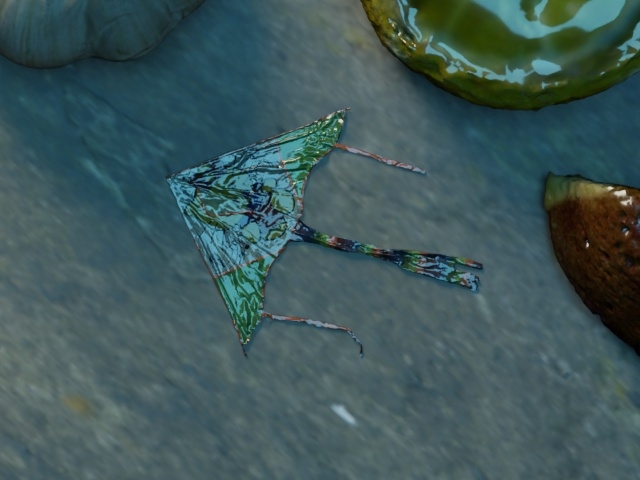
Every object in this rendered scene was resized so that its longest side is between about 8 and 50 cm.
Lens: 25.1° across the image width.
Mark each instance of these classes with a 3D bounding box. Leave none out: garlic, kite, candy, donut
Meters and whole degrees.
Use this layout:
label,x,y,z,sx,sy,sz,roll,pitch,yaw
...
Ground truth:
label,x,y,z,sx,sy,sz,roll,pitch,yaw
garlic,-0.166,-0.224,0.968,0.228,0.152,0.228,0,90,1
kite,0.000,0.000,1.057,0.244,0.006,0.198,19,90,-4
candy,0.142,-0.217,1.005,0.260,0.118,0.260,1,100,5
donut,0.299,0.046,1.028,0.295,0.112,0.151,12,88,-3
